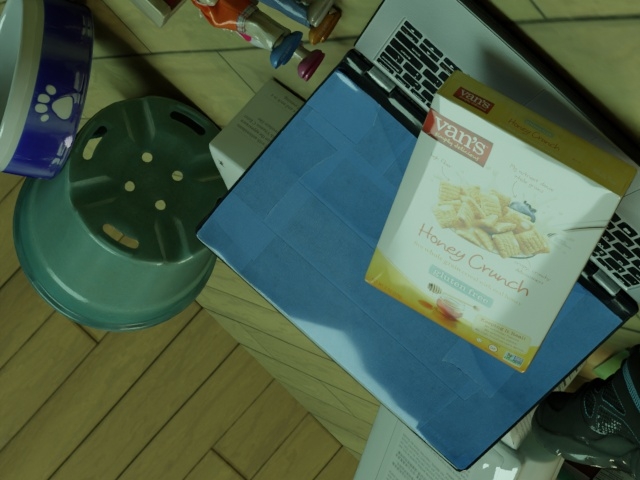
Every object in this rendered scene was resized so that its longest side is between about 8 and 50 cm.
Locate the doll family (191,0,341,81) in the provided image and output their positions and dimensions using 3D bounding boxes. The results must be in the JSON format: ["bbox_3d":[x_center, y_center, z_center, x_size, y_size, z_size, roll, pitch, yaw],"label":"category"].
[{"bbox_3d":[-0.063,-0.247,1.326,0.163,0.118,0.263,34,-175,5],"label":"doll family"}]

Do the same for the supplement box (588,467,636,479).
[{"bbox_3d":[0.366,0.387,1.809,0.073,0.239,0.130,29,162,53],"label":"supplement box"}]

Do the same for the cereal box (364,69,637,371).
[{"bbox_3d":[0.146,-0.011,1.204,0.173,0.047,0.240,30,138,12],"label":"cereal box"}]

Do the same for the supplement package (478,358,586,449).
[{"bbox_3d":[0.169,0.087,1.610,0.204,0.145,0.262,34,165,30],"label":"supplement package"}]

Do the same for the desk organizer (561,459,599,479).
[{"bbox_3d":[0.372,0.306,1.955,0.130,0.050,0.047,32,165,35],"label":"desk organizer"}]

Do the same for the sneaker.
[{"bbox_3d":[0.340,0.181,1.480,0.125,0.140,0.341,11,177,-21],"label":"sneaker"}]

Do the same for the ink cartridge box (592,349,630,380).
[{"bbox_3d":[0.406,0.230,1.600,0.235,0.056,0.171,38,168,7],"label":"ink cartridge box"}]

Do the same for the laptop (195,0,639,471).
[{"bbox_3d":[0.115,0.005,1.292,0.382,0.236,0.408,41,167,-2],"label":"laptop"}]

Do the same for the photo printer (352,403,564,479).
[{"bbox_3d":[0.165,0.313,1.809,0.256,0.107,0.307,42,128,37],"label":"photo printer"}]

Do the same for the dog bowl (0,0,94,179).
[{"bbox_3d":[-0.413,-0.223,2.018,0.104,0.265,0.265,12,179,-23],"label":"dog bowl"}]

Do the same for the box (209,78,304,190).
[{"bbox_3d":[-0.019,-0.069,1.708,0.181,0.119,0.182,37,167,20],"label":"box"}]

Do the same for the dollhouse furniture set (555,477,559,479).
[{"bbox_3d":[0.220,0.242,1.999,0.259,0.135,0.262,43,-174,-22],"label":"dollhouse furniture set"}]

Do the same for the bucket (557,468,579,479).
[{"bbox_3d":[0.380,0.442,2.082,0.281,0.183,0.281,41,167,11],"label":"bucket"}]

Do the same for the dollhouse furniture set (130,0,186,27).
[{"bbox_3d":[-0.063,-0.249,1.084,0.129,0.184,0.129,43,167,-4],"label":"dollhouse furniture set"}]

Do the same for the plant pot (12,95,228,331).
[{"bbox_3d":[-0.283,-0.052,2.148,0.341,0.341,0.334,43,160,-5],"label":"plant pot"}]
